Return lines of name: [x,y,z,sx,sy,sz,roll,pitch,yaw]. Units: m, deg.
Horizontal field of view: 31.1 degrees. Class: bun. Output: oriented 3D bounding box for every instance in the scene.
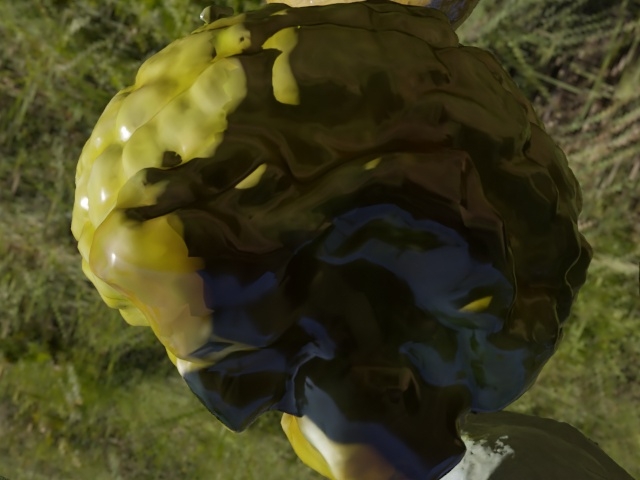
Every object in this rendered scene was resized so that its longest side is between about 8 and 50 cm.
bun: [0.250,0.330,1.236,0.362,0.211,0.362,48,165,17]

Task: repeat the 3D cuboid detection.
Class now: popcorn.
popcorn: [0.000,0.000,0.532,0.237,0.206,0.251,50,-150,0]

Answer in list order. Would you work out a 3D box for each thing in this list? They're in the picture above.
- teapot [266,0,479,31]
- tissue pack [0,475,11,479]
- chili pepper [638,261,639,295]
teapot: [0.011,-0.237,0.838,0.311,0.203,0.167,3,173,39]
tissue pack: [-0.339,0.361,0.892,0.287,0.162,0.388,20,-136,4]
chili pepper: [0.178,-0.001,0.504,0.072,0.204,0.073,9,-173,-43]
